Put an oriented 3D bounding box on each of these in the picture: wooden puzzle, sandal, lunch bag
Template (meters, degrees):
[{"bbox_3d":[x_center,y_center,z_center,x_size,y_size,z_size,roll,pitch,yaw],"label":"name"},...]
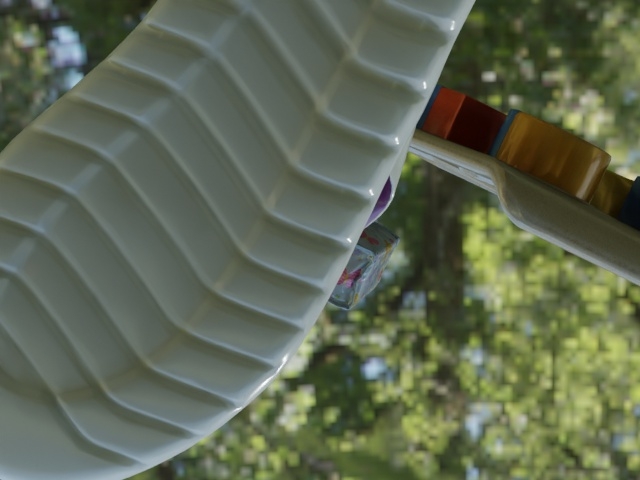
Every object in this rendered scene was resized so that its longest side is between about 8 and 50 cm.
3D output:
[{"bbox_3d":[0.214,-0.043,1.616,0.322,0.080,0.348,25,-173,-26],"label":"wooden puzzle"},{"bbox_3d":[-0.034,-0.048,0.924,0.169,0.416,0.102,40,-170,6],"label":"sandal"},{"bbox_3d":[0.000,0.000,1.207,0.083,0.053,0.071,27,-164,10],"label":"lunch bag"}]
